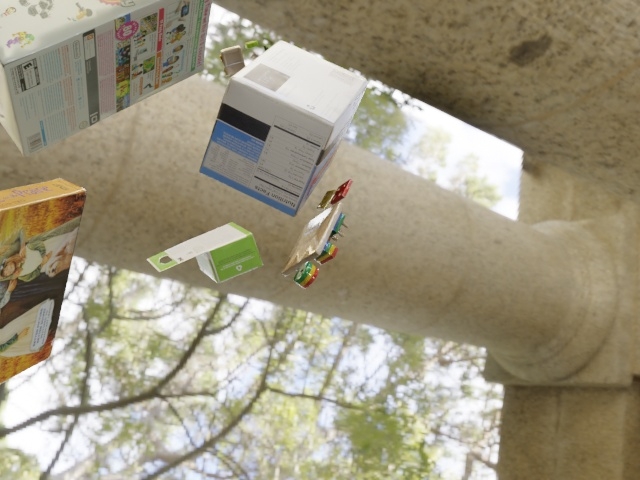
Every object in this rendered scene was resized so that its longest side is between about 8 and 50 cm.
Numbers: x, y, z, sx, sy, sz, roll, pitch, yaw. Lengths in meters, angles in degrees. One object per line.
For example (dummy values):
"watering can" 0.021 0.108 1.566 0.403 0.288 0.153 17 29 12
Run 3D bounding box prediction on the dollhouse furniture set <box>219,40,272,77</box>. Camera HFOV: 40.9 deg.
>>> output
"dollhouse furniture set" -0.202 -0.501 2.342 0.058 0.151 0.076 -137 -150 -67

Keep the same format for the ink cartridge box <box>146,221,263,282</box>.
"ink cartridge box" -0.306 0.054 2.246 0.189 0.255 0.097 25 -44 66

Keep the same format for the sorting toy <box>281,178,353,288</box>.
"sorting toy" 0.000 0.000 1.671 0.132 0.046 0.274 -33 -154 51

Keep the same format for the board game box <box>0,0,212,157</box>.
"board game box" -0.298 -0.266 1.165 0.097 0.303 0.224 54 -24 12

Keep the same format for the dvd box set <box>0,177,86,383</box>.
"dvd box set" -0.490 0.086 1.195 0.062 0.420 0.308 20 -75 12

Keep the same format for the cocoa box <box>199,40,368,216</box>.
"cocoa box" -0.073 -0.247 1.834 0.347 0.231 0.228 -60 175 -62
